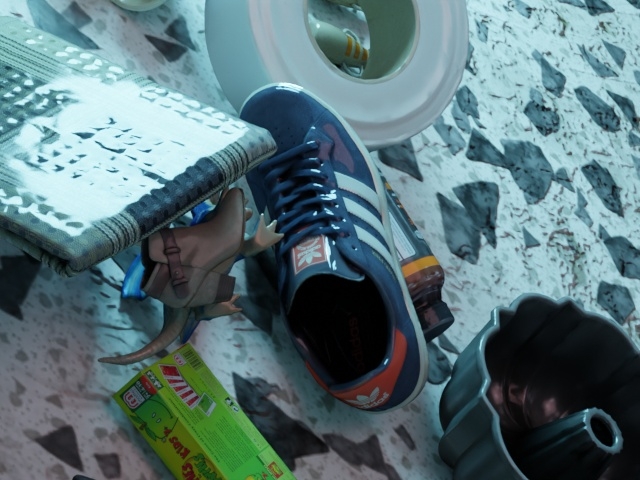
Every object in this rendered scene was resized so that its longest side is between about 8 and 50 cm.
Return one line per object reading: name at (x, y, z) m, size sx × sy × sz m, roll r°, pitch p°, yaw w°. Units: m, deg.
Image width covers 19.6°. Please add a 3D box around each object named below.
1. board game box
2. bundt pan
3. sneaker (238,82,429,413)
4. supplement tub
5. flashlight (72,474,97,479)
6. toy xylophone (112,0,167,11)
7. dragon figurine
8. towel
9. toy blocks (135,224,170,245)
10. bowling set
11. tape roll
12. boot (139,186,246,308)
board game box at (-0.095, 0.185, 1.646) m, size 0.181 × 0.043 × 0.092 m, roll 51°, pitch 27°, yaw 5°
bundt pan at (0.251, 0.223, 1.901) m, size 0.330 × 0.124 × 0.331 m, roll 25°, pitch 43°, yaw -26°
sneaker at (0.000, 0.000, 1.795) m, size 0.350 × 0.131 × 0.148 m, roll 65°, pitch 17°, yaw 12°
supplement tub at (0.058, 0.018, 1.909) m, size 0.106 × 0.106 × 0.198 m, roll -16°, pitch 70°, yaw -50°
flashlight at (-0.082, 0.284, 1.537) m, size 0.304 × 0.103 × 0.103 m, roll 24°, pitch 59°, yaw -28°
toy xylophone at (-0.247, -0.386, 1.987) m, size 0.322 × 0.081 × 0.236 m, roll 36°, pitch 38°, yaw -16°
dragon figurine at (-0.126, 0.036, 1.725) m, size 0.085 × 0.144 × 0.289 m, roll 39°, pitch 57°, yaw -15°
towel at (-0.252, -0.087, 1.642) m, size 0.324 × 0.056 × 0.312 m, roll 26°, pitch 34°, yaw 20°
toy blocks at (-0.200, -0.037, 1.679) m, size 0.123 × 0.054 × 0.148 m, roll 19°, pitch 8°, yaw -33°
bowling set at (0.079, -0.335, 2.179) m, size 0.154 × 0.200 × 0.287 m, roll 21°, pitch 48°, yaw -33°
tape roll at (0.020, -0.231, 2.000) m, size 0.286 × 0.100 × 0.286 m, roll 5°, pitch 80°, yaw -32°
boot at (-0.114, 0.002, 1.629) m, size 0.087 × 0.042 × 0.118 m, roll 12°, pitch 72°, yaw -23°
